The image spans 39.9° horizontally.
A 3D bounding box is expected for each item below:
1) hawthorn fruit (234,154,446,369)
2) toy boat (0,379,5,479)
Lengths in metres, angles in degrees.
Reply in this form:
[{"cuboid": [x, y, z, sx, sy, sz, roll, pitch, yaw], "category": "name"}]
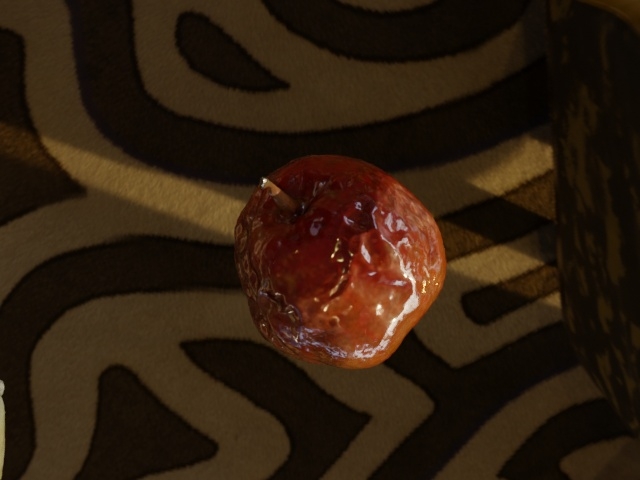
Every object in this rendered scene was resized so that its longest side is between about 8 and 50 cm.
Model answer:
[{"cuboid": [0.000, 0.000, 0.839, 0.207, 0.207, 0.243, -30, 139, 7], "category": "hawthorn fruit"}, {"cuboid": [-0.315, 0.242, 0.510, 0.293, 0.111, 0.276, -2, 107, -50], "category": "toy boat"}]
